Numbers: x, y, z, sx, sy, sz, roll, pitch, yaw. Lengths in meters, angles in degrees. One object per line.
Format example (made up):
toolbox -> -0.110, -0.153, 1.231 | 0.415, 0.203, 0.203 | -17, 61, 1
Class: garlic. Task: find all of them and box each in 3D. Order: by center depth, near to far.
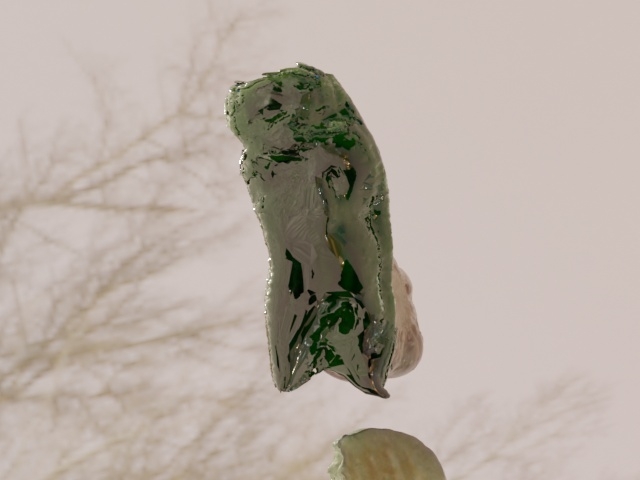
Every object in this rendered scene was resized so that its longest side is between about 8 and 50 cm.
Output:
garlic -> 0.029, 0.064, 1.502 | 0.102, 0.159, 0.147 | -13, -128, 28

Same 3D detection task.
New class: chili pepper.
chili pepper -> 0.000, 0.000, 0.999 | 0.061, 0.098, 0.224 | -133, -150, -77

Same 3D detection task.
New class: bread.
bread -> 0.074, 0.286, 1.461 | 0.232, 0.172, 0.064 | 47, -20, 2
